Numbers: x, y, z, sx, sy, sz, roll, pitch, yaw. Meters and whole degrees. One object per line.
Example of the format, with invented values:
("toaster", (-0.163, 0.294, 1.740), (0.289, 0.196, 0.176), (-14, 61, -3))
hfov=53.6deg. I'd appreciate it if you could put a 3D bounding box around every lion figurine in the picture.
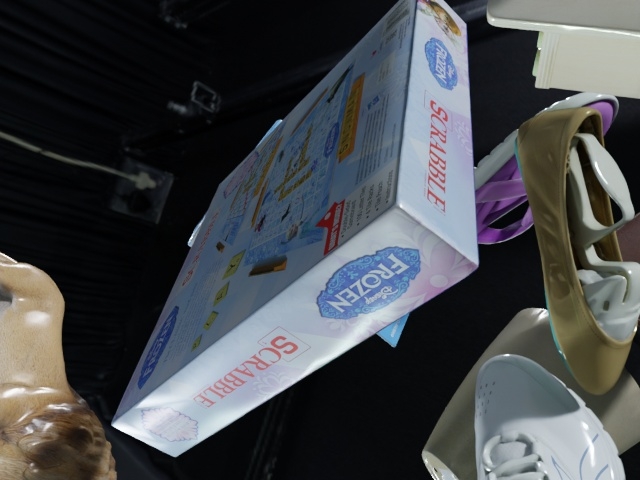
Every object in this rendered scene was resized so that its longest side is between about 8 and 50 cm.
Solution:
("lion figurine", (-0.329, 0.124, 0.673), (0.142, 0.240, 0.392), (-30, -125, 25))

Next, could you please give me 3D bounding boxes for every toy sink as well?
("toy sink", (0.320, -0.265, 0.731), (0.234, 0.131, 0.152), (11, -107, 17))

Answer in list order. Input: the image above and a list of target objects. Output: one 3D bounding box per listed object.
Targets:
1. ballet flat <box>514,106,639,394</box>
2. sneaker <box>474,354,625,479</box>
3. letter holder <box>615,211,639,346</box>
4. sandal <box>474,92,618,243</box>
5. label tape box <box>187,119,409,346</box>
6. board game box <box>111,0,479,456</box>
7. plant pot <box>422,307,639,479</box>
("ballet flat", (0.210, 0.008, 0.493), (0.073, 0.080, 0.232), (-18, -94, 56))
("sneaker", (0.170, 0.212, 0.473), (0.111, 0.129, 0.297), (-30, -136, 26))
("letter holder", (0.486, 0.067, 0.760), (0.214, 0.152, 0.302), (-41, -164, 11))
("sandal", (0.263, -0.047, 0.919), (0.416, 0.169, 0.102), (-38, -120, 13))
("label tape box", (0.000, 0.000, 1.040), (0.115, 0.348, 0.249), (-44, -168, 51))
("board game box", (-0.016, -0.024, 0.522), (0.318, 0.066, 0.318), (-38, -155, 36))
("plant pot", (0.298, 0.285, 0.962), (0.274, 0.256, 0.256), (-35, -137, -18))
